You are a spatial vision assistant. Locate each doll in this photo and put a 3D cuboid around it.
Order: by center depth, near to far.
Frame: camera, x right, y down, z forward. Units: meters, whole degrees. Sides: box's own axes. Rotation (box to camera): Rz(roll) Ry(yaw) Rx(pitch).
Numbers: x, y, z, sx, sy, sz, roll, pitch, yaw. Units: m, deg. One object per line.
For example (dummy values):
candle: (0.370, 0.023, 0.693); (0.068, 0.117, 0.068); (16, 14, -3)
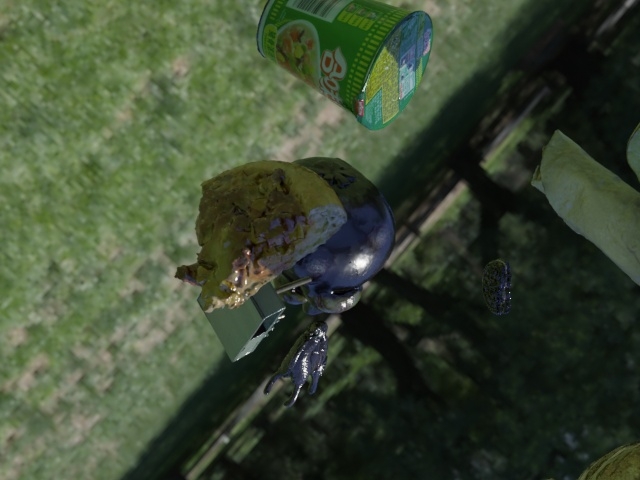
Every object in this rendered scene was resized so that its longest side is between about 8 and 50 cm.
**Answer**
doll: (-0.025, 0.202, 2.022); (0.139, 0.057, 0.165); (-18, 139, -62)

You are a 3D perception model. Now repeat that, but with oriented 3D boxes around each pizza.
pizza: (-0.103, -0.010, 1.562); (0.289, 0.081, 0.229); (15, -106, 48)

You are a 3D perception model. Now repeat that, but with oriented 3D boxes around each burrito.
burrito: (0.461, -0.018, 1.786); (0.076, 0.392, 0.117); (-10, 134, -41)

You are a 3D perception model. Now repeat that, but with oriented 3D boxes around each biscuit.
biscuit: (0.294, 0.076, 1.964); (0.027, 0.089, 0.087); (-3, 149, -19)

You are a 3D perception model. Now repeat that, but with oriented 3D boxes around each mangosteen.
mangosteen: (0.003, -0.004, 2.097); (0.233, 0.287, 0.287); (-44, 173, -22)

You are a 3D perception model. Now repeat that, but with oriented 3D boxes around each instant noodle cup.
instant noodle cup: (0.028, -0.313, 1.902); (0.207, 0.232, 0.207); (-47, 155, -30)

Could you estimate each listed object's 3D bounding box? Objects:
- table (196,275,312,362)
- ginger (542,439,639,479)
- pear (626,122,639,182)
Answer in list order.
table: (-0.099, 0.084, 1.850); (0.111, 0.122, 0.240); (-27, 169, -23)
ginger: (0.376, 0.288, 1.370); (0.236, 0.166, 0.375); (-22, 178, -1)
pear: (0.515, -0.128, 1.701); (0.104, 0.141, 0.141); (-34, 166, -46)
